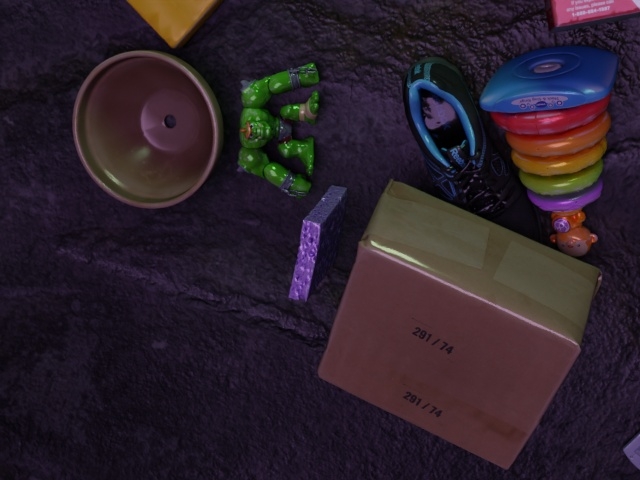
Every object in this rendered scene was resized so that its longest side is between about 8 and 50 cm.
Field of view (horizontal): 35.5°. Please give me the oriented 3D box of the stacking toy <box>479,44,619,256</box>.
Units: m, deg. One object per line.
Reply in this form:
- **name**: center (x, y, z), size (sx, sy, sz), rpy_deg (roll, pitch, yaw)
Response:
- **stacking toy**: center (0.336, -0.103, 1.396), size (0.175, 0.166, 0.302), rpy_deg (-2, 120, 25)

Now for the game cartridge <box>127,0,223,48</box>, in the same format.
- **game cartridge**: center (-0.205, -0.496, 1.470), size (0.324, 0.052, 0.285), rpy_deg (-43, 91, 19)

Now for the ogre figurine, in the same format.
- **ogre figurine**: center (-0.065, -0.165, 1.502), size (0.118, 0.097, 0.197), rpy_deg (3, 122, -4)

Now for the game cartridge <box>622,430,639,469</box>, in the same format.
- **game cartridge**: center (0.507, 0.331, 1.526), size (0.083, 0.017, 0.056), rpy_deg (39, 108, 2)

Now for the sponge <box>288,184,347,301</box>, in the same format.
- **sponge**: center (0.000, 0.000, 1.464), size (0.031, 0.210, 0.117), rpy_deg (13, 109, 9)

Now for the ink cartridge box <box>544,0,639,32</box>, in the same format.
- **ink cartridge box**: center (0.359, -0.409, 1.213), size (0.197, 0.114, 0.273), rpy_deg (-9, 96, 11)

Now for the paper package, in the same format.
- **paper package**: center (0.188, 0.123, 1.427), size (0.325, 0.168, 0.309), rpy_deg (24, 133, 7)

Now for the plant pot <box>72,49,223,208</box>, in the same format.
- **plant pot**: center (-0.251, -0.175, 1.535), size (0.237, 0.110, 0.237), rpy_deg (4, 105, 13)

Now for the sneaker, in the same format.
- **sneaker**: center (0.205, -0.094, 1.421), size (0.125, 0.139, 0.341), rpy_deg (-29, 98, 17)
